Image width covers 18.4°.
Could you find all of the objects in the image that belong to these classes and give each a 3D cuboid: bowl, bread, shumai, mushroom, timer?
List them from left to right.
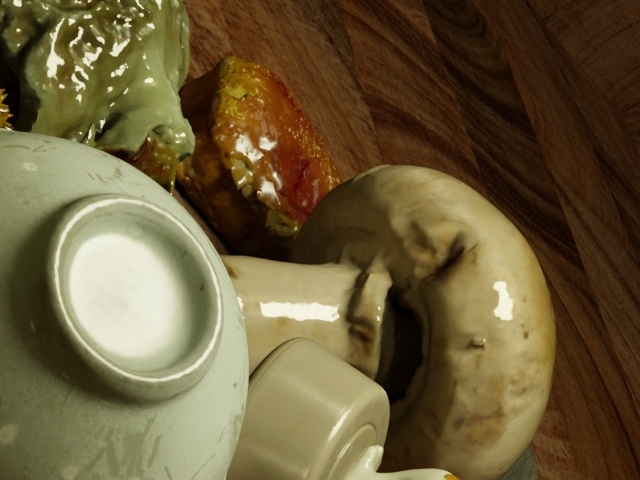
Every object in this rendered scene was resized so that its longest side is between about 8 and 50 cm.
[{"bbox_3d":[-0.140,0.050,1.108,0.313,0.146,0.313,20,56,-32],"label":"bowl"},{"bbox_3d":[-0.174,-0.112,1.465,0.256,0.189,0.218,8,51,-60],"label":"shumai"},{"bbox_3d":[0.000,0.000,1.868,0.380,0.109,0.185,51,19,-27],"label":"bread"},{"bbox_3d":[0.035,0.080,1.606,0.290,0.292,0.292,3,54,-40],"label":"mushroom"},{"bbox_3d":[0.064,0.197,1.409,0.266,0.175,0.175,23,9,18],"label":"timer"}]

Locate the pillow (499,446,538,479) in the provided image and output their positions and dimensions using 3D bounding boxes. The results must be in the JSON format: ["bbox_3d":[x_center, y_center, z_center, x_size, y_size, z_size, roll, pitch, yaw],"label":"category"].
[{"bbox_3d":[0.136,0.208,1.902,0.161,0.092,0.335,60,18,0],"label":"pillow"}]

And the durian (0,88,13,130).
[{"bbox_3d":[-0.274,-0.083,1.253,0.158,0.137,0.168,49,5,-15],"label":"durian"}]
